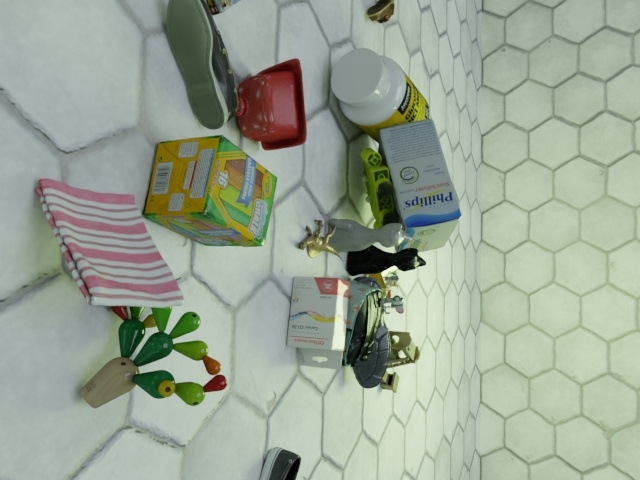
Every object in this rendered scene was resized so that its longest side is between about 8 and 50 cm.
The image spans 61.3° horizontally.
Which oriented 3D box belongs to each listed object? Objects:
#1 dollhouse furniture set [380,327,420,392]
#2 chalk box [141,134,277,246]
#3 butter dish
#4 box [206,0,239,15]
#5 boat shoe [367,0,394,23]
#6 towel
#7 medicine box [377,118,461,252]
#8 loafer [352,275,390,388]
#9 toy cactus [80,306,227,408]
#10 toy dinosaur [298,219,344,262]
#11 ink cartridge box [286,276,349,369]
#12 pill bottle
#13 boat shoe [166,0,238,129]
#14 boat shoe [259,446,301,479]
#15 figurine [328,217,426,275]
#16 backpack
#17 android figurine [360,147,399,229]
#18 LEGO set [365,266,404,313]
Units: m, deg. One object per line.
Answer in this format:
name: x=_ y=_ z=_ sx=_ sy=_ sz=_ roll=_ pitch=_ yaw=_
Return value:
dollhouse furniture set: x=0.225 y=0.358 z=1.651 sx=0.182 sy=0.101 sz=0.161 roll=55 pitch=43 yaw=-47
chalk box: x=-0.163 y=-0.067 z=0.902 sx=0.213 sy=0.132 sz=0.132 roll=31 pitch=63 yaw=-58
butter dish: x=-0.111 y=-0.252 z=1.020 sx=0.118 sy=0.160 sz=0.159 roll=-11 pitch=99 yaw=-39
box: x=-0.190 y=-0.491 z=0.973 sx=0.094 sy=0.027 sz=0.137 roll=-58 pitch=138 yaw=-43
boat shoe: x=0.194 y=-0.699 z=1.657 sx=0.178 sy=0.064 sz=0.060 roll=-58 pitch=136 yaw=-49
towel: x=-0.267 y=0.004 z=0.697 sx=0.197 sy=0.029 sz=0.144 roll=55 pitch=22 yaw=23
medicine box: x=0.257 y=-0.136 z=1.487 sx=0.263 sy=0.149 sz=0.289 roll=79 pitch=-1 yaw=-73
loafer: x=0.125 y=0.245 z=1.476 sx=0.109 sy=0.095 sz=0.302 roll=-3 pitch=95 yaw=-18
toy cactus: x=-0.241 y=0.159 z=0.737 sx=0.180 sy=0.219 sz=0.112 roll=-37 pitch=156 yaw=-12
toy dinosaur: x=0.000 y=0.000 z=1.312 sx=0.183 sy=0.053 sz=0.092 roll=16 pitch=91 yaw=-53
ink cartridge box: x=-0.006 y=0.184 z=1.207 sx=0.067 sy=0.115 sz=0.198 roll=25 pitch=67 yaw=-60
pill bottle: x=0.164 y=-0.379 z=1.462 sx=0.334 sy=0.188 sz=0.187 roll=17 pitch=74 yaw=-61
boat shoe: x=-0.195 y=-0.307 z=0.912 sx=0.068 sy=0.081 sz=0.227 roll=-54 pitch=142 yaw=-52
boat shoe: x=-0.088 y=0.540 z=1.089 sx=0.080 sy=0.076 sz=0.228 roll=53 pitch=44 yaw=-48
figurine: x=0.148 y=0.016 z=1.400 sx=0.215 sy=0.209 sz=0.092 roll=49 pitch=48 yaw=-50
backpack: x=0.069 y=0.188 z=1.307 sx=0.166 sy=0.144 sz=0.188 roll=1 pitch=111 yaw=-60
android figurine: x=0.156 y=-0.130 z=1.472 sx=0.273 sy=0.056 sz=0.248 roll=-107 pitch=-175 yaw=-69
LEGO set: x=0.204 y=0.134 z=1.609 sx=0.287 sy=0.132 sz=0.107 roll=-59 pitch=148 yaw=-56
